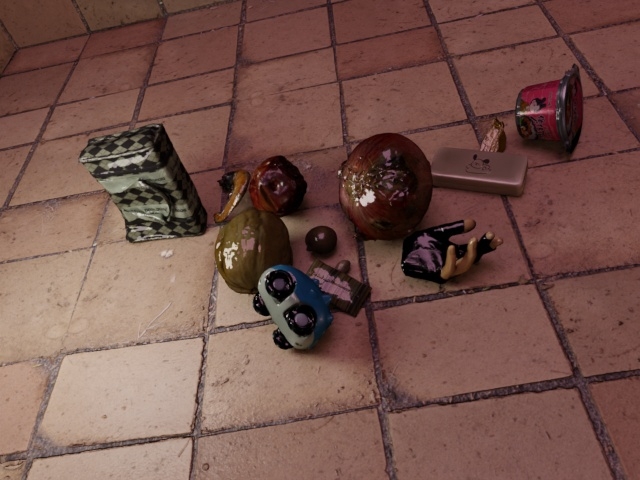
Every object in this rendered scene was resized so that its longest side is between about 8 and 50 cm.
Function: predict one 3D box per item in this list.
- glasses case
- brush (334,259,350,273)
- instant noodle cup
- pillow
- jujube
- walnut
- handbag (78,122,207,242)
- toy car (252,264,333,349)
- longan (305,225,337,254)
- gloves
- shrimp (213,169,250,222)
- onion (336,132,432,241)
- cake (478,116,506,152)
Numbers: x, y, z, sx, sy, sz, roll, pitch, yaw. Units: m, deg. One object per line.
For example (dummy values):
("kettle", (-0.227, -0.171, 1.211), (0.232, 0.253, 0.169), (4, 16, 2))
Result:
("glasses case", (0.538, -0.238, 1.903), (0.312, 0.070, 0.131), (11, 64, 24))
("brush", (-0.013, 0.163, 1.729), (0.039, 0.042, 0.299), (40, 71, 20))
("instant noodle cup", (0.793, -0.450, 1.945), (0.181, 0.258, 0.303), (4, 77, 38))
("pillow", (0.044, 0.140, 1.694), (0.203, 0.038, 0.113), (26, 66, 13))
("jujube", (-0.146, -0.176, 1.885), (0.216, 0.216, 0.342), (-21, 7, -4))
("walnut", (-0.205, 0.040, 1.763), (0.282, 0.227, 0.283), (13, 52, -18))
("handbag", (-0.618, -0.177, 1.954), (0.316, 0.416, 0.180), (-11, 42, 10))
("toy car", (-0.066, 0.182, 1.602), (0.190, 0.188, 0.255), (-27, 73, -32))
("longan", (0.000, 0.000, 1.830), (0.113, 0.092, 0.113), (-9, 46, 10))
("gloves", (0.386, 0.025, 1.656), (0.301, 0.152, 0.197), (-17, 47, 35))
("shrimp", (-0.346, -0.166, 2.073), (0.222, 0.054, 0.290), (-64, 28, -2))
("onion", (0.198, -0.161, 1.775), (0.353, 0.354, 0.354), (-8, 47, 8))
("cake", (0.615, -0.349, 1.976), (0.079, 0.116, 0.185), (30, 56, 33))
